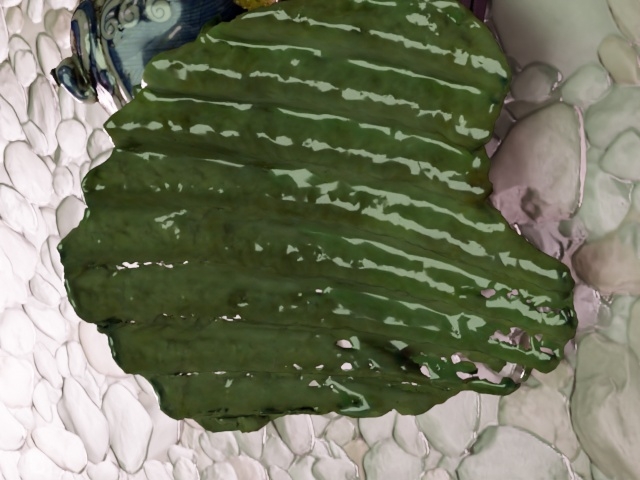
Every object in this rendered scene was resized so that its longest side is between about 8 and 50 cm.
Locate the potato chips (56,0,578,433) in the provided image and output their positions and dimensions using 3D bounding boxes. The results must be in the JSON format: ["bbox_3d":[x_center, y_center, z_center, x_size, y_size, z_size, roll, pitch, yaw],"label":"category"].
[{"bbox_3d":[-0.007,0.003,1.170,0.389,0.097,0.373,-14,113,19],"label":"potato chips"}]

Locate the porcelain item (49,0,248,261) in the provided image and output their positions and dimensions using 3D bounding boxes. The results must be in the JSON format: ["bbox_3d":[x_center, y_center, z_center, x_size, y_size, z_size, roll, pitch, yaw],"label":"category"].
[{"bbox_3d":[-0.102,-0.123,1.304,0.186,0.138,0.288,-35,76,27],"label":"porcelain item"}]

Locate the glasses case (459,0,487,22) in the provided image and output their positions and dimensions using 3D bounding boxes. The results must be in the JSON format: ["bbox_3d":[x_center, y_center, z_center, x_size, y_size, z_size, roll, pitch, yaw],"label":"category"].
[{"bbox_3d":[0.069,-0.224,1.132,0.123,0.076,0.316,22,119,33],"label":"glasses case"}]

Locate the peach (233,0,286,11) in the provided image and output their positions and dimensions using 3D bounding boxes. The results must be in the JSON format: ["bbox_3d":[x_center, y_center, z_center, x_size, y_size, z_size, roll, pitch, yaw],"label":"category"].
[{"bbox_3d":[-0.030,-0.252,1.176,0.092,0.127,0.172,26,126,30],"label":"peach"}]
